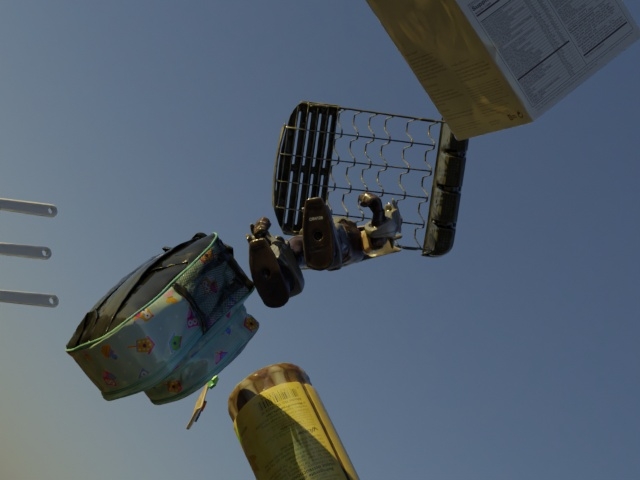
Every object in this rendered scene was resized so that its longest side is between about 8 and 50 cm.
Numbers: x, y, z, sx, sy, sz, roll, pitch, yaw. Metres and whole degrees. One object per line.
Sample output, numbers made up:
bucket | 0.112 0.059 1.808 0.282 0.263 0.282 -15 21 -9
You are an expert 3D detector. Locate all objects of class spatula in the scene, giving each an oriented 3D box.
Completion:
spatula | -0.426 0.011 1.872 0.019 0.242 0.168 -19 -110 43

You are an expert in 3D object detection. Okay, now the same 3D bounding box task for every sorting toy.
sorting toy | -0.166 0.226 2.168 0.012 0.062 0.083 26 -46 -5

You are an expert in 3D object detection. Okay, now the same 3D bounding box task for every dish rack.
dish rack | 0.070 -0.087 2.107 0.074 0.272 0.208 -138 -125 -80

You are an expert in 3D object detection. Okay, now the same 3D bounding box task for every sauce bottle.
sauce bottle | -0.002 0.299 1.714 0.111 0.111 0.344 76 -10 -53

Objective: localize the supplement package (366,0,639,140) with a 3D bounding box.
supplement package | 0.209 -0.291 1.856 0.262 0.198 0.199 56 -20 -10

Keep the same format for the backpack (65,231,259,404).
backpack | -0.173 0.098 1.652 0.166 0.188 0.144 -18 -76 51

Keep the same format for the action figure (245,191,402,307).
action figure | 0.000 0.000 1.755 0.285 0.185 0.099 -26 96 -78
